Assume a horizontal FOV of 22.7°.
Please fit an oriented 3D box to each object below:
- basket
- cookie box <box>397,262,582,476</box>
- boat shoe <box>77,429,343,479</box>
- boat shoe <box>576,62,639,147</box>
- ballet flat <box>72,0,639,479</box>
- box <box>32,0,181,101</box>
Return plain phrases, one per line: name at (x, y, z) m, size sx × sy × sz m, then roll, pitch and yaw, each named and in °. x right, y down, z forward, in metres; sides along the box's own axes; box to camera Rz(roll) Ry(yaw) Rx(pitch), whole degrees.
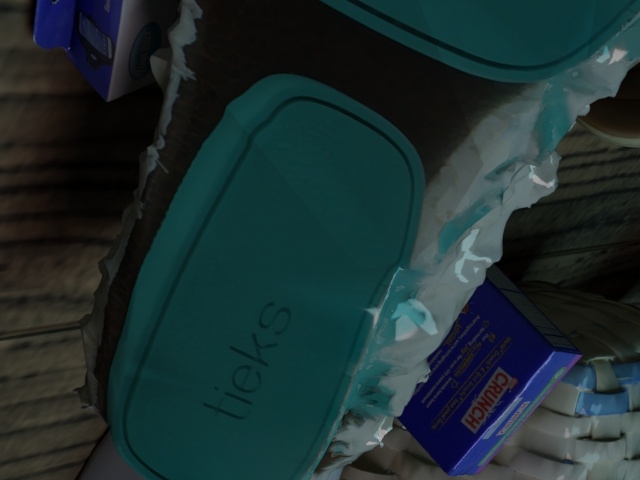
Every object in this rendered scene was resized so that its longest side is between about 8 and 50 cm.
basket at (0.115, 0.174, 0.972) m, size 0.255 × 0.201 × 0.289 m, roll -3°, pitch 103°, yaw -58°
cookie box at (0.069, 0.056, 0.845) m, size 0.092 × 0.107 × 0.040 m, roll -52°, pitch 151°, yaw 19°
boat shoe at (-0.066, 0.159, 0.806) m, size 0.102 × 0.108 × 0.301 m, roll -14°, pitch 145°, yaw -51°
boat shoe at (0.236, -0.145, 0.789) m, size 0.302 × 0.109 × 0.098 m, roll -45°, pitch 157°, yaw -11°
ballet flat at (0.026, -0.078, 0.486) m, size 0.147 × 0.147 × 0.409 m, roll -21°, pitch 153°, yaw -43°
box at (-0.030, -0.097, 0.518) m, size 0.136 × 0.028 × 0.081 m, roll -31°, pitch 155°, yaw -33°
